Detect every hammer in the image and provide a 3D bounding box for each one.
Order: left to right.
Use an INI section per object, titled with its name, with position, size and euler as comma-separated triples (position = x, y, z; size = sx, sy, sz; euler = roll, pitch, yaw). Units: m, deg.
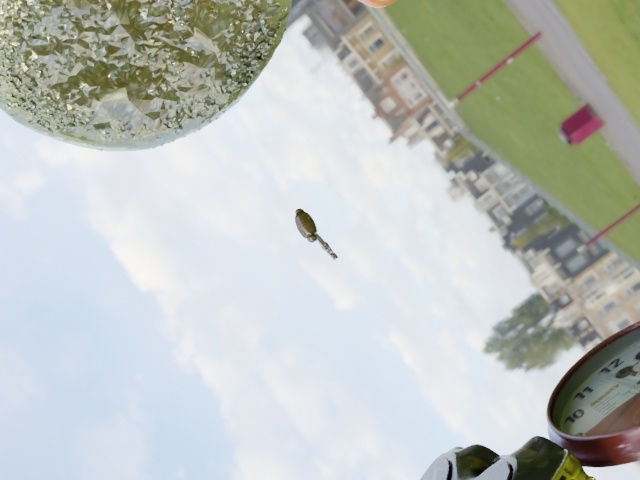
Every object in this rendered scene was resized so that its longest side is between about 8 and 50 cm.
[hammer]
position = 0.000, 0.000, 0.773
size = 0.029, 0.014, 0.123
euler = 65, -175, 16

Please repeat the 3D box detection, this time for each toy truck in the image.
[toy truck]
position = 0.277, 0.412, 1.343
size = 0.254, 0.180, 0.405
euler = 39, 160, -1

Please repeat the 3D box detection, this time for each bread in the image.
[bread]
position = -0.138, -0.172, 0.747
size = 0.267, 0.267, 0.040
euler = 33, -162, -50

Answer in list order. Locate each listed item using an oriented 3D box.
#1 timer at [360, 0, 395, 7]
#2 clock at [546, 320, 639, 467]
[timer]
position = 0.008, -0.291, 0.438
size = 0.161, 0.257, 0.250
euler = 27, 169, 18
[clock]
position = 0.465, 0.211, 1.353
size = 0.080, 0.318, 0.318
euler = 54, -166, -9
